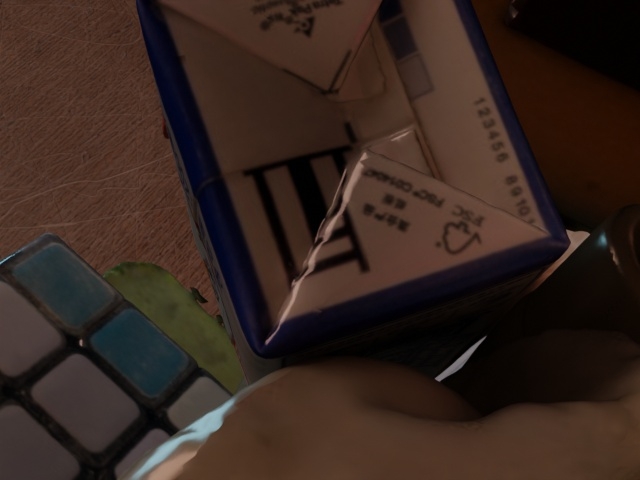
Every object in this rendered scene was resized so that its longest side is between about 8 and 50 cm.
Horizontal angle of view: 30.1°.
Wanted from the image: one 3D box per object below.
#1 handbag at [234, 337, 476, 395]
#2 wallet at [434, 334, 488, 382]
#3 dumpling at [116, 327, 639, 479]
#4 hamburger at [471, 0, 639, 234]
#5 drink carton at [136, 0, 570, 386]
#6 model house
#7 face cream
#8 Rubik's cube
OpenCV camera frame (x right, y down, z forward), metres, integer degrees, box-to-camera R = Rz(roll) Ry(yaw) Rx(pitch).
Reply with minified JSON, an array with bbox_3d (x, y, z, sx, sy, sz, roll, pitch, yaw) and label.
[{"bbox_3d":[0.044,0.069,0.907,0.270,0.117,0.182,-41,-3,33],"label":"handbag"},{"bbox_3d":[0.064,0.101,0.690,0.124,0.032,0.183,-43,-6,27],"label":"wallet"},{"bbox_3d":[0.010,0.102,0.375,0.227,0.175,0.243,-46,33,-18],"label":"dumpling"},{"bbox_3d":[0.166,-0.136,0.519,0.302,0.302,0.170,-43,12,19],"label":"hamburger"},{"bbox_3d":[0.000,0.000,0.509,0.106,0.130,0.315,-17,-12,-7],"label":"drink carton"},{"bbox_3d":[-0.238,0.213,1.244,0.266,0.261,0.321,-45,-1,33],"label":"model house"},{"bbox_3d":[0.055,0.122,0.534,0.341,0.084,0.137,-52,-4,37],"label":"face cream"},{"bbox_3d":[-0.182,0.196,0.661,0.253,0.256,0.259,-50,-1,29],"label":"Rubik's cube"}]
